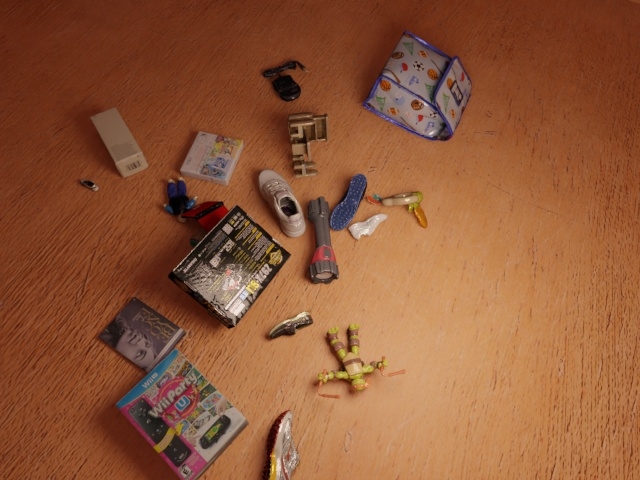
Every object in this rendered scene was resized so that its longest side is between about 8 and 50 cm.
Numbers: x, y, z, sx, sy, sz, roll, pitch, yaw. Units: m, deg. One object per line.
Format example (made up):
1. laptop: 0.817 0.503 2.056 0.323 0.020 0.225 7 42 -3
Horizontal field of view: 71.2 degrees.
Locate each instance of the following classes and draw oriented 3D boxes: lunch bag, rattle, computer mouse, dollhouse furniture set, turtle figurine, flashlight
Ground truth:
1. lunch bag: 0.428 -0.624 1.852 0.386 0.239 0.327 31 63 -4
2. rattle: 0.288 -0.114 1.680 0.200 0.142 0.130 -11 29 9
3. computer mouse: -0.124 -0.691 1.959 0.184 0.060 0.262 -27 54 -11
4. dollhouse furniture set: -0.035 -0.390 1.717 0.161 0.212 0.242 -7 35 -4
5. turtle figurine: 0.109 0.370 1.381 0.270 0.087 0.217 -15 56 0
6. flashlight: 0.000 0.000 1.574 0.103 0.103 0.303 -17 56 15

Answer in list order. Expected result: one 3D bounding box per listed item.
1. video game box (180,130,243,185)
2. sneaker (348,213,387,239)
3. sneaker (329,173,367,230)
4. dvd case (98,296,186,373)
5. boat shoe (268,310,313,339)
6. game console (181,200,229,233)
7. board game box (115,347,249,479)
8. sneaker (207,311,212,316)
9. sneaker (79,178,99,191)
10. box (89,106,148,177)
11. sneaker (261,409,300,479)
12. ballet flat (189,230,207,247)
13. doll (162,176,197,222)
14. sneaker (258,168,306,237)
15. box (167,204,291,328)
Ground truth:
1. video game box: -0.421 -0.324 1.755 0.187 0.048 0.205 13 62 7
2. sneaker: 0.180 -0.049 1.633 0.152 0.053 0.061 -24 74 -8
3. sneaker: 0.110 -0.134 1.662 0.082 0.090 0.232 28 86 11
4. dvd case: -0.568 0.301 1.431 0.221 0.018 0.164 30 65 13
5. boat shoe: -0.093 0.279 1.439 0.152 0.056 0.049 -28 61 -16
6. game console: -0.403 -0.079 1.611 0.124 0.085 0.144 3 26 31
7. board game box: -0.394 0.501 1.287 0.303 0.097 0.224 38 67 18
8. sneaker: -0.355 0.146 1.495 0.087 0.083 0.221 -15 68 35
9. sneaker: -0.874 -0.216 1.685 0.083 0.037 0.031 23 65 12
10. box: -0.786 -0.385 1.747 0.113 0.094 0.275 -28 66 -16
11. sneaker: -0.103 0.599 1.264 0.093 0.088 0.225 16 61 -17
12. ballet flat: -0.355 0.012 1.566 0.206 0.073 0.067 20 54 6
13. doll: -0.519 -0.148 1.657 0.129 0.046 0.188 -13 63 -8
14. sneaker: -0.137 -0.163 1.621 0.114 0.152 0.305 -27 65 -13
15. box: -0.284 0.079 1.447 0.257 0.079 0.322 44 58 -13
